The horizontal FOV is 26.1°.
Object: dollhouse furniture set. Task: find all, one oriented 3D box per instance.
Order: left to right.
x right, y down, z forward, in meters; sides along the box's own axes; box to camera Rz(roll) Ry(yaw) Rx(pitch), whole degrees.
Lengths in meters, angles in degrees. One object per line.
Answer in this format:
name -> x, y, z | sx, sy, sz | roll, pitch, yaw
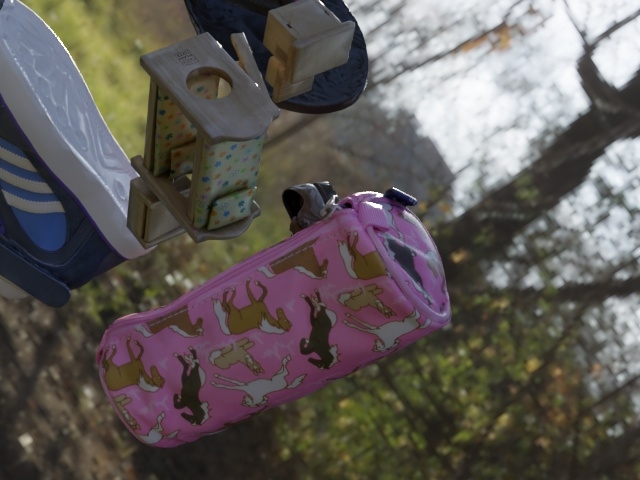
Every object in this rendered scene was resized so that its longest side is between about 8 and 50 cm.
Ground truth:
dollhouse furniture set -> -0.047, -0.065, 1.039 | 0.101, 0.161, 0.182 | 48, -33, 27

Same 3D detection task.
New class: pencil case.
pencil case -> -0.055, 0.088, 1.449 | 0.160, 0.386, 0.167 | 4, 61, -61

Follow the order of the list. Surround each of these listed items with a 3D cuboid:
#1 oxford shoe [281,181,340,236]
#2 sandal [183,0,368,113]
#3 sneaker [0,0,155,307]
oxford shoe -> 0.000, 0.000, 2.114 | 0.227, 0.096, 0.082 | 58, -43, 41
sandal -> -0.097, -0.333, 1.562 | 0.445, 0.168, 0.107 | 58, -16, 14
sneaker -> -0.333, -0.071, 1.393 | 0.130, 0.236, 0.322 | -87, 152, -52
